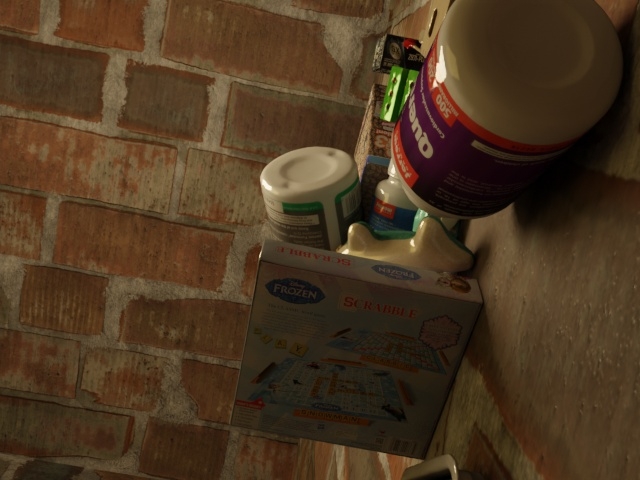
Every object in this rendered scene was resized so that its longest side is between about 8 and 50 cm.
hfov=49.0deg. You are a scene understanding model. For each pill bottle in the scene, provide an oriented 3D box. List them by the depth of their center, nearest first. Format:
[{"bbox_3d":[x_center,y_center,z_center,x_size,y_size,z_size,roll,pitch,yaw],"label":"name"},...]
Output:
[{"bbox_3d":[0.185,-0.136,0.798,0.323,0.181,0.182,111,169,-71],"label":"pill bottle"},{"bbox_3d":[0.159,-0.050,1.395,0.124,0.124,0.222,-90,10,-71],"label":"pill bottle"},{"bbox_3d":[0.000,0.000,1.513,0.204,0.204,0.361,-85,-12,-56],"label":"pill bottle"}]

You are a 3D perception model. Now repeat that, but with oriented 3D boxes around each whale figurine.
[{"bbox_3d":[0.137,0.036,1.144,0.272,0.216,0.141,-40,9,48],"label":"whale figurine"}]

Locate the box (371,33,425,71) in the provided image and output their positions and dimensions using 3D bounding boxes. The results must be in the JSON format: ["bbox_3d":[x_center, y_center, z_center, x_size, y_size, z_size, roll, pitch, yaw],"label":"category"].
[{"bbox_3d":[0.202,-0.415,1.606,0.180,0.147,0.078,-95,15,-79],"label":"box"}]

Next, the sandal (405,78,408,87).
[{"bbox_3d":[0.232,-0.403,1.789,0.219,0.060,0.090,106,173,-58],"label":"sandal"}]

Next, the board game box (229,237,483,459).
[{"bbox_3d":[0.042,0.173,1.058,0.066,0.318,0.318,-85,8,-60],"label":"board game box"}]

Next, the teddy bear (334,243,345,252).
[{"bbox_3d":[0.068,0.174,1.371,0.245,0.113,0.338,-123,24,-57],"label":"teddy bear"}]

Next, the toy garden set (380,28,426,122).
[{"bbox_3d":[0.214,-0.304,1.315,0.244,0.049,0.204,38,119,58],"label":"toy garden set"}]

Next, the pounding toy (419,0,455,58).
[{"bbox_3d":[0.241,-0.353,1.119,0.100,0.130,0.141,-109,28,-58],"label":"pounding toy"}]

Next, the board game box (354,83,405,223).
[{"bbox_3d":[0.159,-0.177,1.631,0.232,0.141,0.291,104,175,-47],"label":"board game box"}]

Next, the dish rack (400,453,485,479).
[{"bbox_3d":[0.134,0.430,0.808,0.285,0.072,0.333,107,173,-66],"label":"dish rack"}]

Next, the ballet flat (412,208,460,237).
[{"bbox_3d":[0.216,-0.101,1.159,0.087,0.083,0.247,23,104,61],"label":"ballet flat"}]
